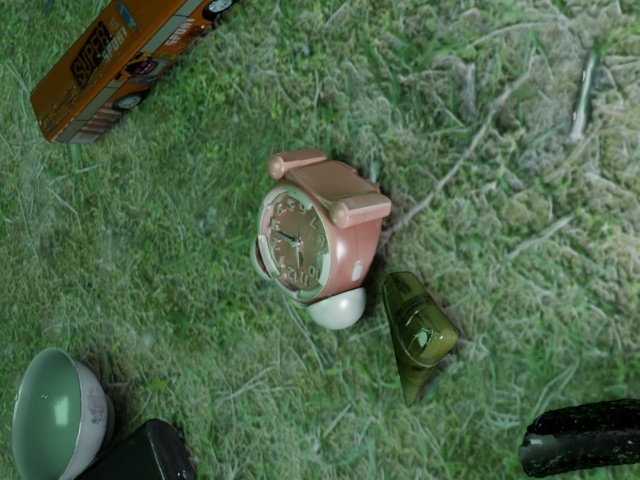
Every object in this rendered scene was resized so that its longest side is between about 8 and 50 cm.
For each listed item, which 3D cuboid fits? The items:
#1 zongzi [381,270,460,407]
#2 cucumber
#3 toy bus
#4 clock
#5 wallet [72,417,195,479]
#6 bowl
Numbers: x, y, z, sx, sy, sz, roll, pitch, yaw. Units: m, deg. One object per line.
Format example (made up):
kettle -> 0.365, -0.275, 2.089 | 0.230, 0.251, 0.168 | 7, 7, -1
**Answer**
zongzi -> 0.088, 0.100, 1.389 | 0.104, 0.052, 0.113 | 59, 141, 36
cucumber -> 0.284, 0.170, 1.183 | 0.245, 0.067, 0.067 | -16, 80, 42
toy bus -> -0.221, -0.253, 1.655 | 0.409, 0.092, 0.093 | -38, 67, 40
clock -> 0.000, 0.000, 1.449 | 0.166, 0.092, 0.162 | 38, 125, 38
wallet -> -0.283, 0.415, 1.750 | 0.406, 0.062, 0.228 | -38, 64, 37
bowl -> -0.325, 0.237, 1.761 | 0.189, 0.086, 0.189 | -17, 68, 49
